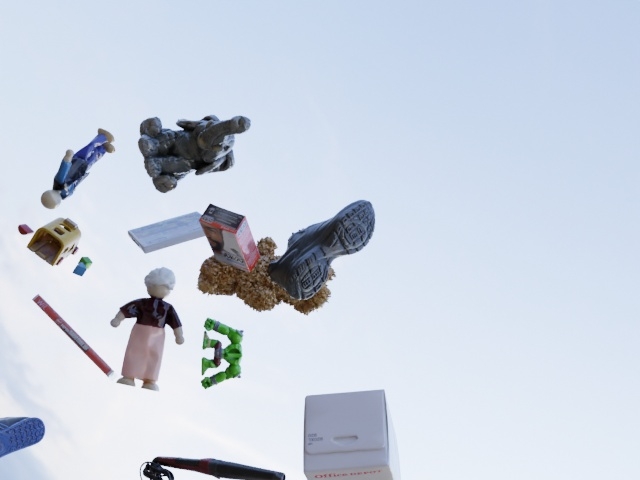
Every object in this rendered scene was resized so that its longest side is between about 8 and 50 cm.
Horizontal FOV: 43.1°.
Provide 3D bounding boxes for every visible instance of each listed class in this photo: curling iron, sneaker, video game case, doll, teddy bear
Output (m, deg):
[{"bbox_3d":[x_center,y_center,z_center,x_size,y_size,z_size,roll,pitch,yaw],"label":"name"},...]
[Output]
[{"bbox_3d":[-0.183,0.396,1.362,0.274,0.068,0.035,-5,-27,20],"label":"curling iron"},{"bbox_3d":[0.000,0.000,1.749,0.130,0.286,0.109,24,-35,45],"label":"sneaker"},{"bbox_3d":[-0.670,0.402,1.609,0.090,0.232,0.081,-13,-97,38],"label":"sneaker"},{"bbox_3d":[-0.390,-0.023,2.135,0.183,0.201,0.023,30,-46,61],"label":"video game case"},{"bbox_3d":[-0.658,0.268,2.189,0.285,0.025,0.204,45,-17,1],"label":"video game case"},{"bbox_3d":[-0.465,-0.134,1.537,0.046,0.189,0.129,31,-29,6],"label":"doll"},{"bbox_3d":[-0.128,0.082,1.955,0.338,0.245,0.113,20,-42,16],"label":"teddy bear"}]

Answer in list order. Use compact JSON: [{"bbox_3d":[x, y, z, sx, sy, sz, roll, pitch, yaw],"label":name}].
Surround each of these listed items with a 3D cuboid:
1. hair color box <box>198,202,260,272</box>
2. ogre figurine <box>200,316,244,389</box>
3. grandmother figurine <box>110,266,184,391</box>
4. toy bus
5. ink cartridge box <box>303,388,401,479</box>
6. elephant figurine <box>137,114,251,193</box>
[{"bbox_3d":[-0.197,-0.003,1.769,0.093,0.053,0.167,20,-28,20],"label":"hair color box"},{"bbox_3d":[-0.281,0.327,2.326,0.118,0.197,0.097,3,-20,-3],"label":"ogre figurine"},{"bbox_3d":[-0.479,0.237,2.257,0.208,0.342,0.104,19,-14,-27],"label":"grandmother figurine"},{"bbox_3d":[-0.719,-0.011,2.249,0.104,0.191,0.202,-53,-131,18],"label":"toy bus"},{"bbox_3d":[0.069,0.437,1.667,0.171,0.168,0.232,-7,-39,7],"label":"ink cartridge box"},{"bbox_3d":[-0.251,-0.199,1.718,0.186,0.239,0.169,-106,179,-50],"label":"elephant figurine"}]
